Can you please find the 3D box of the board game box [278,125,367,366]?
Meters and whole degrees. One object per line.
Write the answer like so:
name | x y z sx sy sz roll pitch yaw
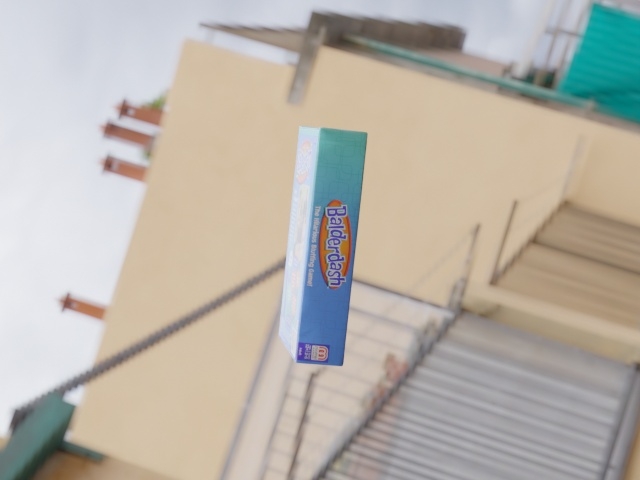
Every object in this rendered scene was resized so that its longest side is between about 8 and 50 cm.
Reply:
board game box | 0.000 0.000 1.423 0.160 0.047 0.210 -142 57 -81
